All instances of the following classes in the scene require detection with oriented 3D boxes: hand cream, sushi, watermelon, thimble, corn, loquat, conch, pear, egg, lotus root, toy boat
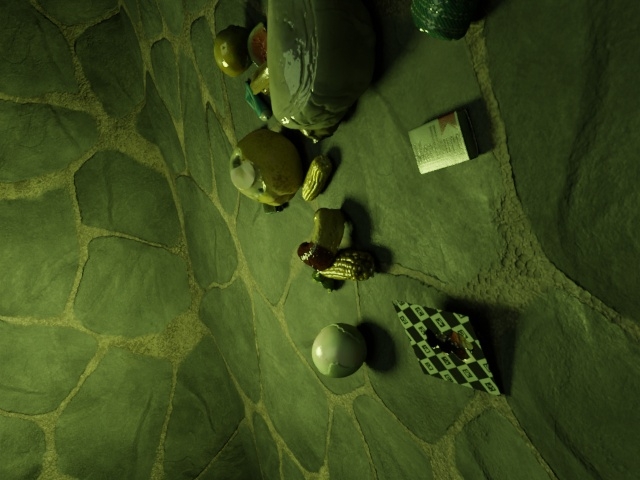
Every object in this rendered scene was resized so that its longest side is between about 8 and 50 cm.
[{"bbox_3d":[-0.239,-0.515,2.048,0.224,0.048,0.083,54,150,40],"label":"hand cream"},{"bbox_3d":[0.339,0.266,1.448,0.290,0.050,0.264,1,121,58],"label":"sushi"},{"bbox_3d":[-0.215,-0.656,1.884,0.087,0.069,0.163,3,111,62],"label":"watermelon"},{"bbox_3d":[0.247,-0.471,1.101,0.135,0.118,0.090,55,147,29],"label":"thimble"},{"bbox_3d":[-0.015,-0.201,1.791,0.072,0.072,0.203,61,151,21],"label":"corn"},{"bbox_3d":[-0.306,-0.671,1.950,0.152,0.152,0.195,49,148,36],"label":"loquat"},{"bbox_3d":[0.013,0.147,1.937,0.121,0.074,0.089,65,-174,-47],"label":"conch"},{"bbox_3d":[-0.183,-0.249,1.910,0.271,0.271,0.271,38,138,47],"label":"pear"},{"bbox_3d":[0.067,0.082,1.774,0.313,0.102,0.101,-7,100,62],"label":"corn"},{"bbox_3d":[0.068,0.367,1.856,0.183,0.183,0.217,57,145,26],"label":"egg"},{"bbox_3d":[-0.013,-0.394,1.624,0.138,0.138,0.214,-23,73,62],"label":"lotus root"},{"bbox_3d":[-0.173,-0.554,1.856,0.226,0.088,0.068,-12,60,61],"label":"toy boat"}]

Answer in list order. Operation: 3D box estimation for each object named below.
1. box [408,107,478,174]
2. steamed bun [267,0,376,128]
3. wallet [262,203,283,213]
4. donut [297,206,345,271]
[{"bbox_3d":[0.282,-0.226,1.271,0.177,0.036,0.115,-9,98,62],"label":"box"},{"bbox_3d":[0.006,-0.479,1.392,0.236,0.247,0.383,10,104,47],"label":"steamed bun"},{"bbox_3d":[-0.220,-0.261,2.153,0.169,0.044,0.317,-2,102,65],"label":"wallet"},{"bbox_3d":[0.002,-0.001,1.750,0.217,0.085,0.141,-66,22,12],"label":"donut"}]
